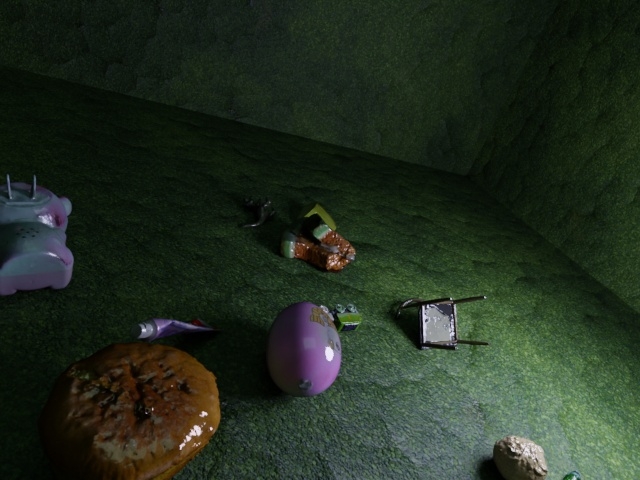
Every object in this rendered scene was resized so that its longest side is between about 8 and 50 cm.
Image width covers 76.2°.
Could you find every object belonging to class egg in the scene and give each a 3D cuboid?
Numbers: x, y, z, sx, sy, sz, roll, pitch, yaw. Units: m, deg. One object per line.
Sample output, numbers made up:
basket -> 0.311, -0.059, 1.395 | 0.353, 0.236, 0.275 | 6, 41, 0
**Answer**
egg -> 0.486, 0.535, 0.995 | 0.140, 0.116, 0.118 | 37, 16, -26
egg -> -0.047, 0.265, 1.037 | 0.196, 0.197, 0.271 | 7, 27, -23

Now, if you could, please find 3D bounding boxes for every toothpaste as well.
toothpaste -> -0.339, 0.209, 0.977 | 0.075, 0.048, 0.301 | -6, -11, 13

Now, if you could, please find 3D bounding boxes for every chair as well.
chair -> 0.397, 0.274, 1.362 | 0.188, 0.167, 0.272 | 2, -9, -29

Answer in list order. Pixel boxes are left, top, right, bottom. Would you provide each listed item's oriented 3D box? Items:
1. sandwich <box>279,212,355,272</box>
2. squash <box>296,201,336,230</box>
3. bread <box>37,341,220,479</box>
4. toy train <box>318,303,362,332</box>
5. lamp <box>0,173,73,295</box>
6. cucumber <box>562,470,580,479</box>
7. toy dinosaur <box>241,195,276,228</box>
sandwich -> 0.000, 0.000, 1.559 | 0.300, 0.162, 0.250 | 26, 33, 16
squash -> -0.004, -0.116, 1.836 | 0.184, 0.085, 0.192 | 19, 30, -1
bread -> -0.349, 0.327, 0.762 | 0.311, 0.173, 0.312 | 18, 24, -8
toy train -> 0.035, 0.243, 1.264 | 0.202, 0.060, 0.081 | 2, 39, -27
lamp -> -0.762, -0.034, 1.047 | 0.247, 0.248, 0.301 | -8, 47, -37
cucumber -> 0.626, 0.617, 1.027 | 0.155, 0.037, 0.037 | -13, 43, -46
toy dinosaur -> -0.282, -0.104, 1.707 | 0.179, 0.087, 0.187 | -42, 41, -19
